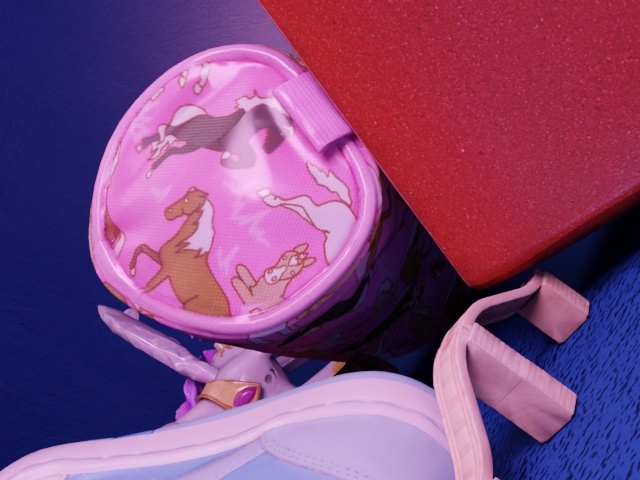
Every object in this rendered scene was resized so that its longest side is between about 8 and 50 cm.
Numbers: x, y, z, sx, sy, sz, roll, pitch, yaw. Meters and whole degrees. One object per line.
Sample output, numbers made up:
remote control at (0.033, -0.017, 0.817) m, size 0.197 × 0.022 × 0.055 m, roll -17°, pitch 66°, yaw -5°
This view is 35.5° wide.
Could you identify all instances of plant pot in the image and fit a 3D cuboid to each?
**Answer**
plant pot at (0.141, -0.177, 0.496) m, size 0.235 × 0.267 × 0.267 m, roll -21°, pitch 25°, yaw 42°

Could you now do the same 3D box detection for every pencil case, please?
pencil case at (0.000, 0.000, 0.673) m, size 0.386 × 0.160 × 0.167 m, roll 24°, pitch -97°, yaw -71°

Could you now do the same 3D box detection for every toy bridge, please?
toy bridge at (0.083, 0.064, 0.450) m, size 0.026 × 0.063 × 0.188 m, roll -53°, pitch 1°, yaw 33°

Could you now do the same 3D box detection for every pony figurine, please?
pony figurine at (-0.098, 0.152, 1.145) m, size 0.363 × 0.303 × 0.351 m, roll -39°, pitch 9°, yaw -6°

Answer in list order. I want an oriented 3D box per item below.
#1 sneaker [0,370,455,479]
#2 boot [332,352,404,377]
sneaker at (-0.086, 0.173, 0.414) m, size 0.319 × 0.127 × 0.208 m, roll -26°, pitch 14°, yaw 16°
boot at (-0.019, 0.183, 0.614) m, size 0.220 × 0.109 × 0.283 m, roll -50°, pitch -5°, yaw 7°
